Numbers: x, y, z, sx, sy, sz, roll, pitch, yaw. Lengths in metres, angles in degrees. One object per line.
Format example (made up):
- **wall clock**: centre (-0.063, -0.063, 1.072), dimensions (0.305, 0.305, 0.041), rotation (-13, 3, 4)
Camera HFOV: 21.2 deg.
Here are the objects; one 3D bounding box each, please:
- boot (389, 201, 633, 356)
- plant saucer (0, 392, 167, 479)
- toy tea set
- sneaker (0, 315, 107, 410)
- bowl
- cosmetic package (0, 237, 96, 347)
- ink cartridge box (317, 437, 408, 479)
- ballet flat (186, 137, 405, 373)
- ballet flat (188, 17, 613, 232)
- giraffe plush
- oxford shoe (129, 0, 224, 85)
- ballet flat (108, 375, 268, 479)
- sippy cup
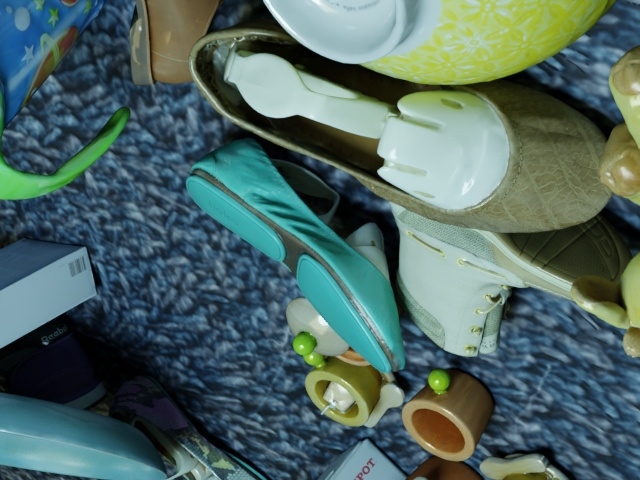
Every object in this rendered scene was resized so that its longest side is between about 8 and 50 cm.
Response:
- **boot**: centre (0.143, 0.030, 1.324), dimensions (0.213, 0.077, 0.165), rotation (27, 142, 28)
- **plant saucer**: centre (-0.306, 0.191, 1.705), dimensions (0.318, 0.043, 0.317), rotation (8, 165, 2)
- **toy tea set**: centre (0.067, 0.183, 1.516), dimensions (0.336, 0.124, 0.200), rotation (50, 144, -12)
- **sneaker**: centre (-0.353, 0.133, 1.907), dimensions (0.283, 0.107, 0.124), rotation (-9, 107, 44)
- **bowl**: centre (0.045, -0.202, 1.098), dimensions (0.289, 0.156, 0.289), rotation (25, 142, 21)
- **cosmetic package**: centre (-0.341, 0.071, 1.678), dimensions (0.099, 0.239, 0.060), rotation (10, 118, 39)
- **ink cartridge box**: centre (0.057, 0.299, 1.649), dimensions (0.175, 0.127, 0.072), rotation (45, 147, -3)
- **ballet flat**: centre (0.000, 0.000, 1.408), dimensions (0.247, 0.087, 0.083), rotation (43, 159, 15)
- **ballet flat**: centre (0.042, -0.088, 1.237), dimensions (0.342, 0.124, 0.116), rotation (25, 102, 27)
- **giraffe plush**: centre (0.245, -0.003, 1.094), dimensions (0.181, 0.170, 0.210), rotation (5, 132, 32)
- **oxford shoe**: centre (-0.112, -0.213, 1.328), dimensions (0.076, 0.076, 0.212), rotation (2, 134, 2)
- **ballet flat**: centre (-0.139, 0.238, 1.810), dimensions (0.221, 0.079, 0.077), rotation (43, 144, -3)
- **sippy cup**: centre (-0.291, -0.195, 1.363), dimensions (0.240, 0.224, 0.305), rotation (11, 135, 35)
